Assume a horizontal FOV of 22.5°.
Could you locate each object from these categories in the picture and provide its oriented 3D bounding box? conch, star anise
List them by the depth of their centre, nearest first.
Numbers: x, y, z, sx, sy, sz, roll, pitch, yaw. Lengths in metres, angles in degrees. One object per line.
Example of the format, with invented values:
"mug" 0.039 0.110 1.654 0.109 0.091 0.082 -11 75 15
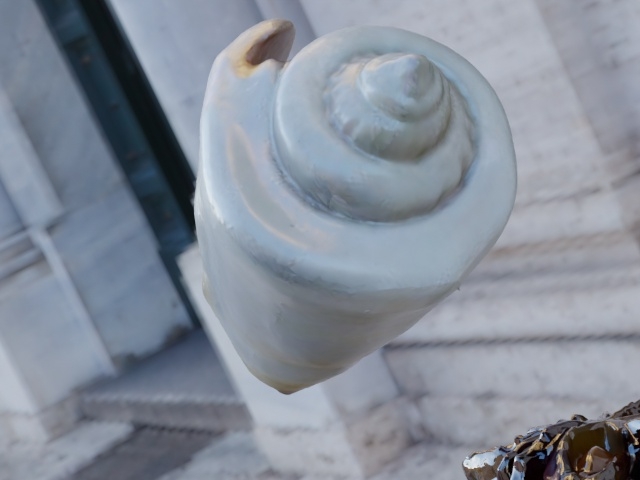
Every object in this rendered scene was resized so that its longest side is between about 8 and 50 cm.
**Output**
"conch" 0.003 -0.010 0.537 0.176 0.104 0.094 113 176 -69
"star anise" 0.114 0.092 0.549 0.097 0.070 0.190 -6 3 -8
